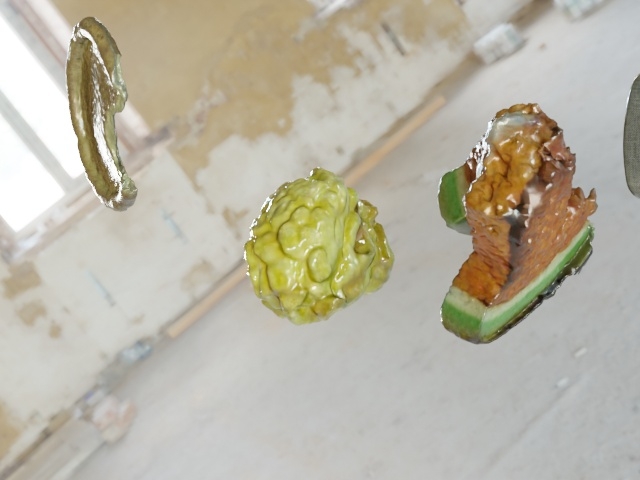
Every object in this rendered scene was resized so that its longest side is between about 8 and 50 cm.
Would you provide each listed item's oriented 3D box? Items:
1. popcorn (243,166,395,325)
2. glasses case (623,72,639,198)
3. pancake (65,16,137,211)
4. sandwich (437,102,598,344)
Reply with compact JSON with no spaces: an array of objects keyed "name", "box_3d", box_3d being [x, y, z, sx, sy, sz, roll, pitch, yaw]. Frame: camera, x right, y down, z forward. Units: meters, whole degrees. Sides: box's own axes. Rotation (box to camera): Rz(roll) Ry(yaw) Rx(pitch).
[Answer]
[{"name":"popcorn","box_3d":[0.000,0.000,1.693,0.173,0.225,0.286,3,14,33]},{"name":"glasses case","box_3d":[0.444,-0.090,1.011,0.323,0.131,0.074,6,8,31]},{"name":"pancake","box_3d":[-0.334,-0.186,1.682,0.033,0.286,0.288,-13,-24,-26]},{"name":"sandwich","box_3d":[0.213,-0.041,1.295,0.162,0.301,0.250,32,58,28]}]
